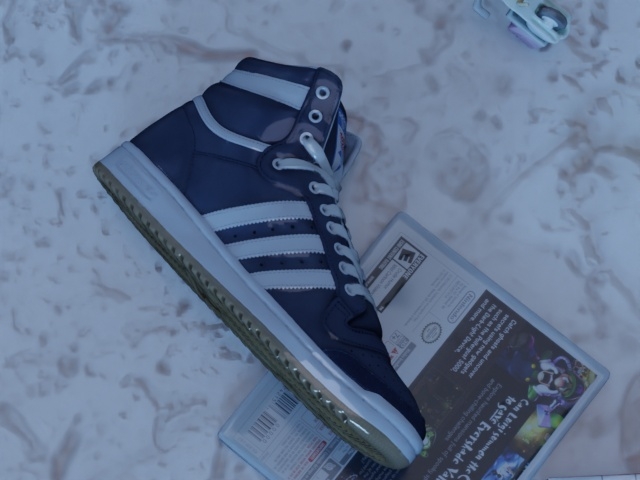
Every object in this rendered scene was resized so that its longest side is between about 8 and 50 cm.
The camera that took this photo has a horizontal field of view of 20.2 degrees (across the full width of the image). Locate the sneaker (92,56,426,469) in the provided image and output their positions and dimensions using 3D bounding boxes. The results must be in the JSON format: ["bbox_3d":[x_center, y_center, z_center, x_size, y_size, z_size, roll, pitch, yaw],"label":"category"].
[{"bbox_3d":[0.000,0.000,1.113,0.153,0.099,0.282,-41,67,-10],"label":"sneaker"}]

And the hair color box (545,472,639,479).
[{"bbox_3d":[0.222,0.190,1.112,0.167,0.053,0.093,-2,78,-3],"label":"hair color box"}]

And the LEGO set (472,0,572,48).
[{"bbox_3d":[0.178,-0.270,1.215,0.287,0.107,0.132,-50,117,-15],"label":"LEGO set"}]

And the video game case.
[{"bbox_3d":[0.060,0.105,1.145,0.173,0.022,0.190,38,78,8],"label":"video game case"}]
